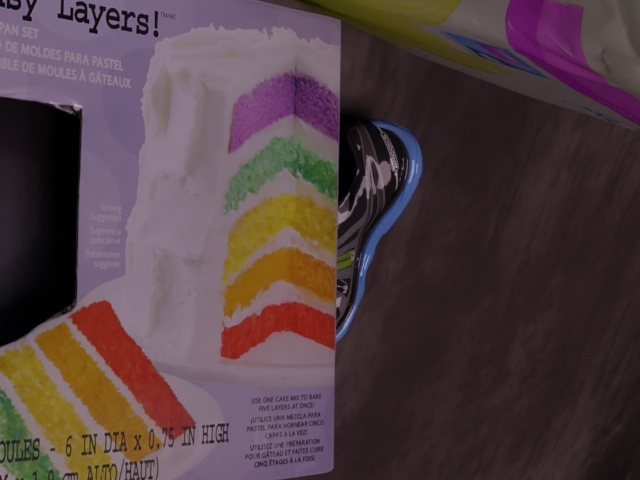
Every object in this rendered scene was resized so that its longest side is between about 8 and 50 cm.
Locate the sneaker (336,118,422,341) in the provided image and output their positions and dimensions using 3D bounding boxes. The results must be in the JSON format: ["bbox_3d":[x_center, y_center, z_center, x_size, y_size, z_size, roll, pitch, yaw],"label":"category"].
[{"bbox_3d":[0.000,0.000,0.747,0.078,0.067,0.188,15,109,-29],"label":"sneaker"}]

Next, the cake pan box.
[{"bbox_3d":[-0.108,-0.004,0.507,0.267,0.070,0.245,5,83,-40],"label":"cake pan box"}]

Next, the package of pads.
[{"bbox_3d":[0.107,-0.133,0.555,0.229,0.296,0.101,11,103,-51],"label":"package of pads"}]
